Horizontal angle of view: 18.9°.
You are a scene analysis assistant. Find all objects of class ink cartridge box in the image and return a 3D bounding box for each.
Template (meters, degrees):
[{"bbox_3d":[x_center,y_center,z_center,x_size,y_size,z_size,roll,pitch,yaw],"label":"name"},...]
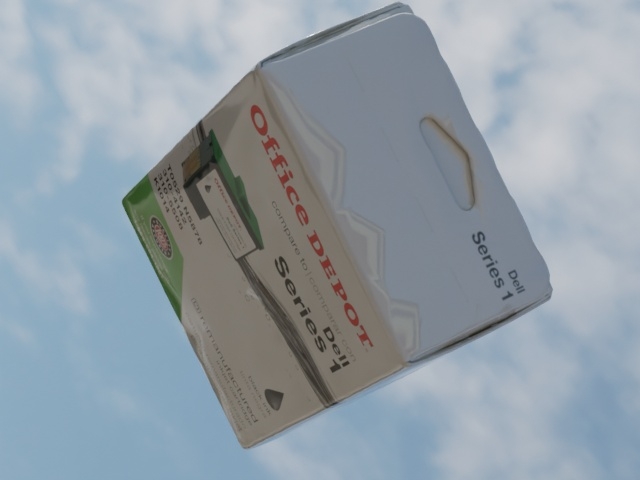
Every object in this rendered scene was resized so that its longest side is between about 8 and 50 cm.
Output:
[{"bbox_3d":[0.000,0.000,0.964,0.160,0.092,0.219,63,-27,5],"label":"ink cartridge box"}]
